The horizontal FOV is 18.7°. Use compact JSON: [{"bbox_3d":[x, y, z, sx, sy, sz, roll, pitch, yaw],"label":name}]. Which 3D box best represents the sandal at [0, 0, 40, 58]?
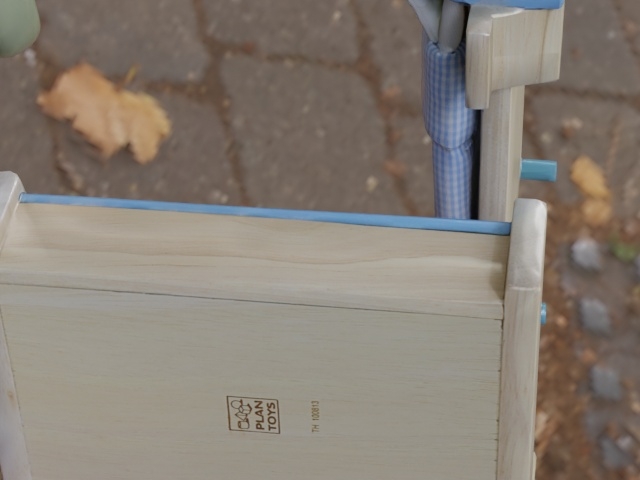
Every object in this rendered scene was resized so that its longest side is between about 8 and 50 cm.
[{"bbox_3d":[-0.111,-0.211,0.636,0.086,0.120,0.303,-10,91,-1],"label":"sandal"}]

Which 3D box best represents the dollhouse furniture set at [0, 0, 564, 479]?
[{"bbox_3d":[0.000,0.000,0.831,0.198,0.286,0.303,4,41,8],"label":"dollhouse furniture set"}]
